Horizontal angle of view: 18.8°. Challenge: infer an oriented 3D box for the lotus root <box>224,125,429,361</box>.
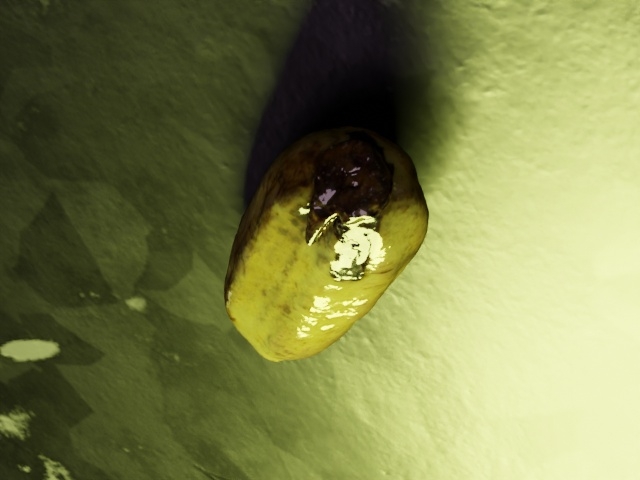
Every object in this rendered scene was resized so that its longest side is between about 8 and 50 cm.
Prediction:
[{"bbox_3d":[0.000,0.000,1.277,0.110,0.097,0.258,40,146,2],"label":"lotus root"}]
